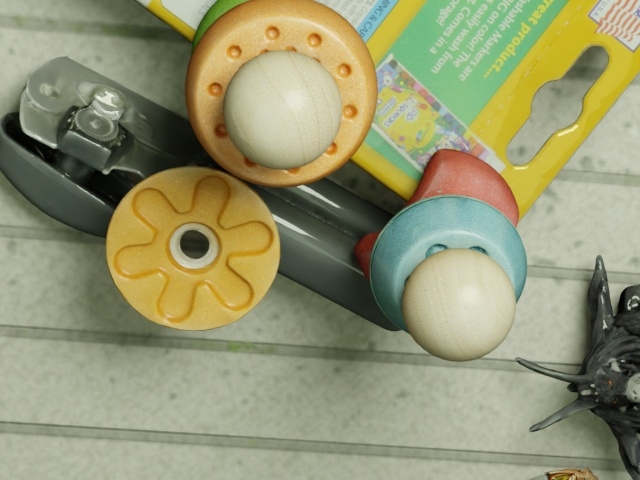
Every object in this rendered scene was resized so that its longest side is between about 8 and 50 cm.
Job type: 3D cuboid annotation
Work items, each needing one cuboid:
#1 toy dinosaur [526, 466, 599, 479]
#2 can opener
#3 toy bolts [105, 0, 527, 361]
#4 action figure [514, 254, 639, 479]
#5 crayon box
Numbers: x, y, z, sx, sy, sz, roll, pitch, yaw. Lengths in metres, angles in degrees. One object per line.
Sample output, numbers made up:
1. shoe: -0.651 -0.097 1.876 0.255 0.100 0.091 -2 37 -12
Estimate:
1. toy dinosaur: 0.091 0.299 1.039 0.218 0.164 0.322 48 114 28
2. can opener: -0.067 -0.019 0.993 0.283 0.076 0.095 28 132 -12
3. toy bolts: 0.000 0.000 0.864 0.229 0.158 0.218 32 104 -12
4. action figure: 0.269 0.072 0.998 0.276 0.141 0.164 -13 87 -3
5. crayon box: 0.032 -0.165 0.946 0.323 0.083 0.203 36 98 -12
